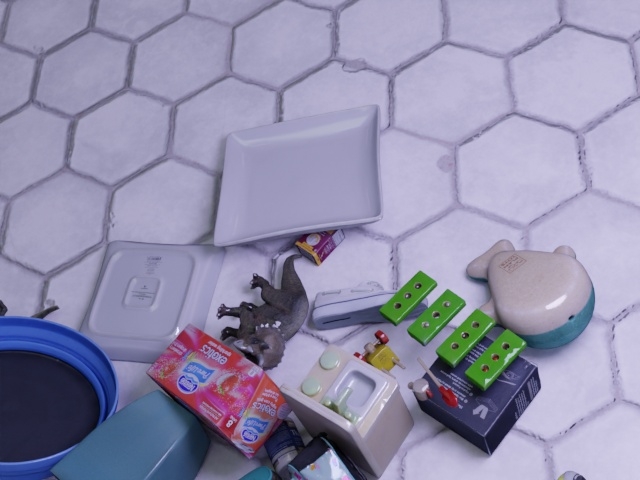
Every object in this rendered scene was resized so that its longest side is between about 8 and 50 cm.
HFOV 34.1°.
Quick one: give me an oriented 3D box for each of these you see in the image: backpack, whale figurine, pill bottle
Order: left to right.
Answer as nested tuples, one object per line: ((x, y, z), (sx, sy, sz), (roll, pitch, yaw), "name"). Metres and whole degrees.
((-0.069, 0.357, 1.866), (0.067, 0.067, 0.120), (-28, 55, -1), "pill bottle")
((0.020, 0.433, 1.726), (0.188, 0.166, 0.144), (43, 74, 10), "backpack")
((0.376, 0.096, 1.875), (0.216, 0.141, 0.272), (-38, 31, -8), "whale figurine")

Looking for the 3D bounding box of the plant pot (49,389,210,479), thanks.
((-0.320, 0.399, 1.865), (0.165, 0.165, 0.234), (30, 66, 30), "plant pot")

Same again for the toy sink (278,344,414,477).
((0.051, 0.279, 1.777), (0.152, 0.234, 0.131), (25, 69, 30), "toy sink")

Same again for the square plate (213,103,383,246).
((-0.038, -0.127, 2.144), (0.343, 0.049, 0.347), (-10, 45, 12), "square plate")

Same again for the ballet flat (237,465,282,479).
((-0.185, 0.491, 1.793), (0.280, 0.096, 0.095), (-24, 28, -6), "ballet flat")

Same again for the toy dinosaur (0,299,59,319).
((-0.676, 0.190, 2.168), (0.268, 0.064, 0.118), (-39, 62, -11), "toy dinosaur")

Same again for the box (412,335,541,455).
((0.272, 0.257, 1.808), (0.156, 0.093, 0.158), (31, 71, 32), "box")

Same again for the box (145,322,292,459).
((-0.183, 0.267, 1.881), (0.128, 0.123, 0.257), (-49, 38, -14), "box")

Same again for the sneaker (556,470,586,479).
((0.293, 0.513, 1.611), (0.147, 0.145, 0.385), (24, 67, 28), "sneaker")

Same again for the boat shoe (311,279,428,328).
((0.089, 0.109, 1.963), (0.226, 0.083, 0.076), (-8, 58, 13), "boat shoe")

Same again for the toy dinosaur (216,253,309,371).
((-0.095, 0.148, 1.993), (0.160, 0.121, 0.313), (21, 38, 21), "toy dinosaur")

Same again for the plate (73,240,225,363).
((-0.354, 0.114, 2.122), (0.277, 0.045, 0.278), (2, 59, 19), "plate")

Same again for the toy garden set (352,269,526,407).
((0.195, 0.190, 1.791), (0.204, 0.049, 0.244), (-43, 54, -15), "toy garden set")

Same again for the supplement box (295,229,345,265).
((0.000, 0.000, 2.084), (0.055, 0.043, 0.083), (32, 72, 32), "supplement box")

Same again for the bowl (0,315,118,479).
((-0.576, 0.294, 1.946), (0.391, 0.077, 0.391), (9, 34, -6), "bowl")
